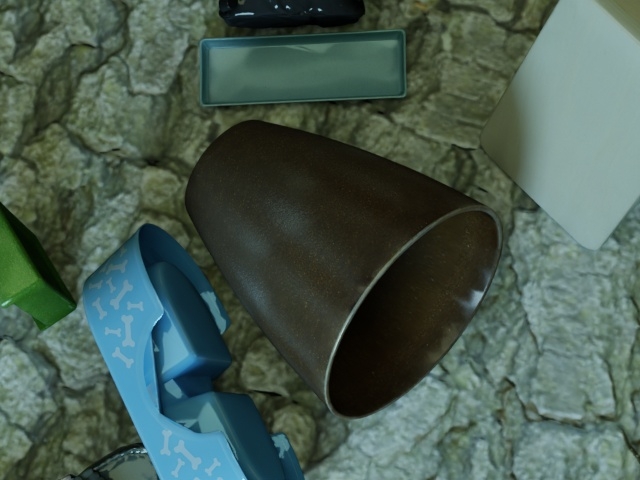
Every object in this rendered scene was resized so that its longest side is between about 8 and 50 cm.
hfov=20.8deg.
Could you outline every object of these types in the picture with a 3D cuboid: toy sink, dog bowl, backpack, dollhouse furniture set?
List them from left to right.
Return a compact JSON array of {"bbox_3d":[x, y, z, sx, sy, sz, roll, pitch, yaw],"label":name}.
[{"bbox_3d":[-0.384,-0.019,1.554,0.198,0.151,0.301,-33,76,-1],"label":"dollhouse furniture set"},{"bbox_3d":[-0.110,0.131,1.493,0.074,0.166,0.297,-29,76,12],"label":"dog bowl"},{"bbox_3d":[-0.032,-0.286,1.589,0.152,0.115,0.182,-2,87,-14],"label":"backpack"},{"bbox_3d":[0.265,-0.128,1.504,0.131,0.234,0.153,-35,73,-32],"label":"toy sink"}]

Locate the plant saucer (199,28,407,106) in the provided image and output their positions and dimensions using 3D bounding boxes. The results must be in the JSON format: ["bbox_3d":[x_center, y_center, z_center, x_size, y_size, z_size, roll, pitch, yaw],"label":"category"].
[{"bbox_3d":[-0.016,-0.158,1.613,0.192,0.018,0.067,-2,78,7],"label":"plant saucer"}]

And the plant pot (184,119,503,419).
[{"bbox_3d":[0.000,0.000,1.498,0.230,0.215,0.215,38,84,27],"label":"plant pot"}]

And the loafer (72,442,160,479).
[{"bbox_3d":[-0.220,0.276,1.440,0.096,0.084,0.267,41,84,13],"label":"loafer"}]

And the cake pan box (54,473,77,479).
[{"bbox_3d":[-0.268,0.363,1.503,0.267,0.070,0.245,-27,78,0],"label":"cake pan box"}]
